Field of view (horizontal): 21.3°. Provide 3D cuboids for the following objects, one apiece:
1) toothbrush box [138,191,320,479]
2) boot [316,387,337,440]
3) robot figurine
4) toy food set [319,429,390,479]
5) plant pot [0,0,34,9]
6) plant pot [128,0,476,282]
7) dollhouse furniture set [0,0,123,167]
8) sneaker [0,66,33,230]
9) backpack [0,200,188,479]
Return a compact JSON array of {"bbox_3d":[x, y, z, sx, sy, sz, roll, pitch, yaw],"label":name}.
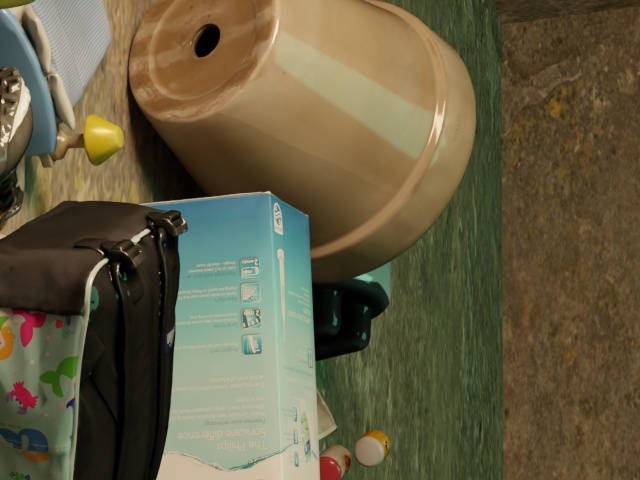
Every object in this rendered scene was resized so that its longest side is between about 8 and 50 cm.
[{"bbox_3d":[-0.120,0.119,1.498,0.126,0.216,0.295,32,53,-71],"label":"toothbrush box"},{"bbox_3d":[-0.057,0.131,1.868,0.189,0.076,0.208,21,48,-75],"label":"boot"},{"bbox_3d":[-0.001,0.001,2.055,0.209,0.174,0.278,92,-1,-67],"label":"robot figurine"},{"bbox_3d":[0.022,0.351,2.092,0.104,0.111,0.232,-32,133,-69],"label":"toy food set"},{"bbox_3d":[-0.277,-0.227,1.270,0.095,0.134,0.134,-32,118,-44],"label":"plant pot"},{"bbox_3d":[-0.041,-0.150,1.786,0.280,0.323,0.323,34,51,-50],"label":"plant pot"},{"bbox_3d":[-0.175,-0.255,1.471,0.286,0.198,0.303,-70,150,-57],"label":"dollhouse furniture set"},{"bbox_3d":[-0.234,-0.050,1.150,0.108,0.100,0.271,64,-13,-11],"label":"sneaker"},{"bbox_3d":[-0.199,0.111,1.259,0.225,0.191,0.253,-50,139,-71],"label":"backpack"}]
